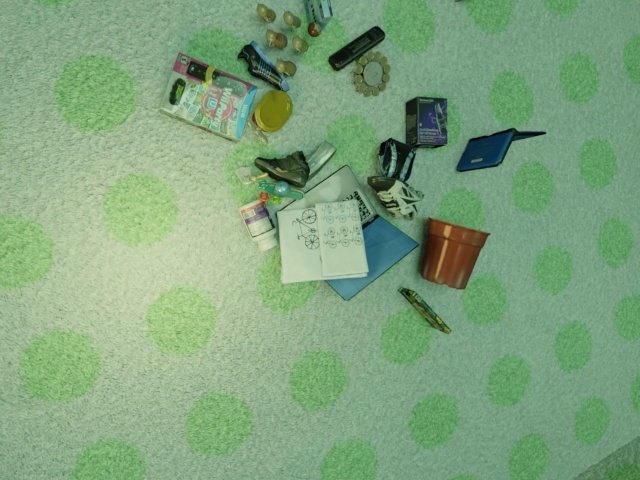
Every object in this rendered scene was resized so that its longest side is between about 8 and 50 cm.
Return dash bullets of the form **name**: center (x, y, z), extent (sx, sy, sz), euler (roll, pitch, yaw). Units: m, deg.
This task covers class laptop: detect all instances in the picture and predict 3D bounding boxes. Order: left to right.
- **laptop**: center (0.104, -0.046, 1.776), extent (0.381, 0.236, 0.408), euler (-36, 103, -14)

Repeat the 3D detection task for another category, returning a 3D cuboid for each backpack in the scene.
- **backpack**: center (0.317, -0.331, 1.888), extent (0.158, 0.117, 0.174), euler (14, 84, -19)

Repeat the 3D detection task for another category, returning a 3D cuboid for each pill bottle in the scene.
- **pill bottle**: center (-0.239, -0.060, 1.730), extent (0.108, 0.108, 0.194), euler (-25, 100, -15)

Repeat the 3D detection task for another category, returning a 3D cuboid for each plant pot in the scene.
- **plant pot**: center (0.571, 0.060, 1.931), extent (0.272, 0.272, 0.265), euler (12, 96, -18)

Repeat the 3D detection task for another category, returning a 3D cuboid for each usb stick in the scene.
- **usb stick**: center (0.154, -0.808, 1.853), extent (0.278, 0.045, 0.077), euler (-39, 81, -13)

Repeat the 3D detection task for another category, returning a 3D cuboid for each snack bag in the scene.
- **snack bag**: center (0.000, 0.000, 1.728), extent (0.342, 0.037, 0.324), euler (-5, 70, -3)

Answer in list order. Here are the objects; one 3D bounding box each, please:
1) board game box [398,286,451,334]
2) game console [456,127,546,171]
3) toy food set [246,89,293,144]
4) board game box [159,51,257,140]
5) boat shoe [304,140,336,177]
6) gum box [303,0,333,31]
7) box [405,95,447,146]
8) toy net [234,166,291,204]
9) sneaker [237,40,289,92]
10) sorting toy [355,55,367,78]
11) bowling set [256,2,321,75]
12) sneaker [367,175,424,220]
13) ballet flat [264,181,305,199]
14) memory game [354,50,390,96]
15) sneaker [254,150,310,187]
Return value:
- **board game box**: center (0.463, 0.310, 1.962), extent (0.030, 0.136, 0.260), euler (-46, 104, -7)
- **game console**: center (0.792, -0.391, 1.952), extent (0.173, 0.293, 0.250), euler (28, 84, -17)
- **toy food set**: center (-0.205, -0.492, 1.739), extent (0.128, 0.071, 0.218), euler (41, 75, -24)
- **board game box**: center (-0.418, -0.530, 1.658), extent (0.303, 0.097, 0.224), euler (19, 87, -19)
- **boat shoe**: center (-0.035, -0.318, 1.810), extent (0.081, 0.079, 0.227), euler (43, 82, 6)
- **gum box**: center (-0.012, -0.915, 1.724), extent (0.041, 0.184, 0.157), euler (-14, 97, -17)
- **box**: center (0.465, -0.516, 1.938), extent (0.153, 0.108, 0.207), euler (-3, 94, -17)
- **toy net**: center (-0.236, -0.212, 1.720), extent (0.232, 0.045, 0.122), euler (22, 69, 12)
- **sneaker**: center (-0.223, -0.661, 1.729), extent (0.090, 0.081, 0.232), euler (-42, 101, -2)
- **sorting toy**: center (0.184, -0.741, 1.870), extent (0.061, 0.042, 0.102), euler (0, 92, -18)
- **bowling set**: center (-0.110, -0.796, 1.676), extent (0.199, 0.154, 0.287), euler (-21, 99, 21)
- **sneaker**: center (0.315, -0.172, 1.854), extent (0.330, 0.122, 0.147), euler (19, 84, -38)
- **ballet flat**: center (-0.144, -0.205, 1.785), extent (0.168, 0.052, 0.057), euler (18, 129, -5)
- **memory game**: center (0.221, -0.704, 1.867), extent (0.186, 0.012, 0.186), euler (-12, 116, -26)
- **sneaker**: center (-0.143, -0.303, 1.744), extent (0.227, 0.087, 0.131), euler (20, 74, 12)
